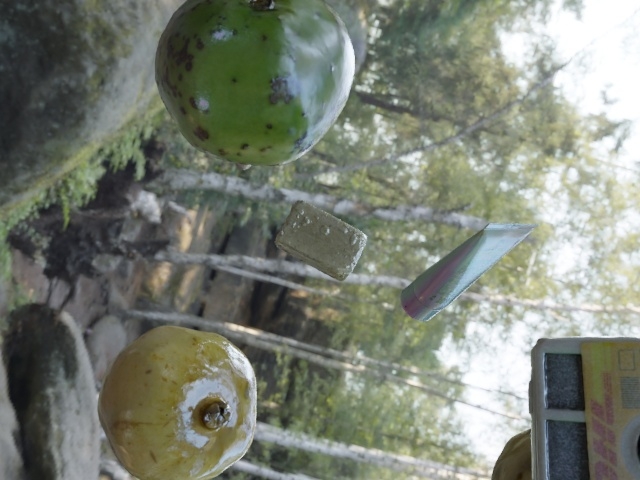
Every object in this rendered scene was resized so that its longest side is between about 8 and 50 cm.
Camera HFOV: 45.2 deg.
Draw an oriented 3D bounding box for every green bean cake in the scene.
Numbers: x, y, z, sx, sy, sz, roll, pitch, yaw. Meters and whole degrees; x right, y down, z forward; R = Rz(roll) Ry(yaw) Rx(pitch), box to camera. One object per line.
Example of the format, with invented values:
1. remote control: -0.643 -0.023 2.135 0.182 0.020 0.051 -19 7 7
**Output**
1. green bean cake: 0.000 0.000 1.646 0.109 0.179 0.085 -61 -178 -13

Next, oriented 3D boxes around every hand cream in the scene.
1. hand cream: 0.154 0.029 0.836 0.174 0.076 0.047 -47 -126 45

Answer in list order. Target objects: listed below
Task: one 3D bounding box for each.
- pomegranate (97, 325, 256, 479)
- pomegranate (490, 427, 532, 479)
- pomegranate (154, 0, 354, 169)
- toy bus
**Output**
1. pomegranate: -0.272 0.337 1.546 0.342 0.342 0.342 -163 -90 -90
2. pomegranate: 0.503 0.533 1.562 0.319 0.319 0.319 -163 -90 -90
3. pomegranate: -0.071 -0.162 0.841 0.248 0.214 0.214 102 4 -58
4. toy bus: 0.241 0.252 0.640 0.097 0.138 0.343 54 39 -69
